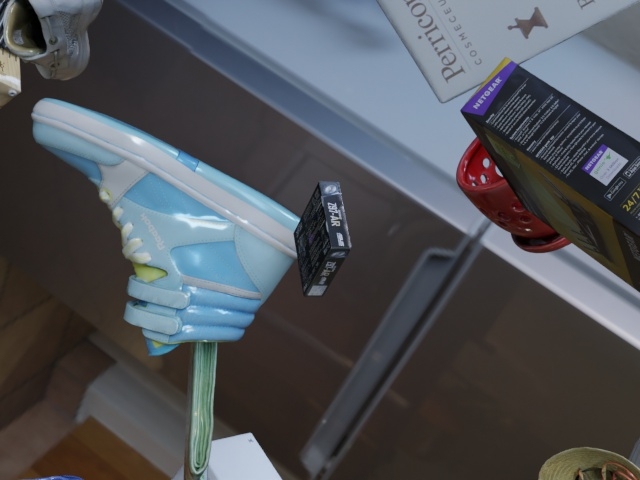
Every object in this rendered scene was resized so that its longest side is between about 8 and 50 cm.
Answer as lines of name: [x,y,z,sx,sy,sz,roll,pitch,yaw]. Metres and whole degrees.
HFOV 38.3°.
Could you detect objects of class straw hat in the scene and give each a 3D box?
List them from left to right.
straw hat: [0.333,0.284,1.077,0.061,0.144,0.144,-38,160,-48]

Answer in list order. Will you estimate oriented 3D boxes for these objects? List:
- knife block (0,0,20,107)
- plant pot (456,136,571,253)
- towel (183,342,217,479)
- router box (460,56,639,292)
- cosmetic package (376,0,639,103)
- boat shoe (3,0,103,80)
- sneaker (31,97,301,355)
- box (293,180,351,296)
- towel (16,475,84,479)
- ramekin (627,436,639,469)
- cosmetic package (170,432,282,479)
knife block: [-0.613,-0.336,1.634,0.275,0.242,0.088,-31,146,26]
plant pot: [0.332,-0.089,1.406,0.191,0.174,0.191,-37,-156,19]
towel: [-0.152,0.199,1.185,0.325,0.038,0.248,113,-21,-66]
router box: [0.309,-0.051,1.041,0.081,0.243,0.309,-49,148,2]
cosmetic package: [0.251,-0.453,1.197,0.393,0.329,0.327,-27,-155,23]
boat shoe: [-0.332,-0.255,1.090,0.096,0.098,0.277,-31,179,-23]
sneaker: [-0.188,0.000,0.964,0.208,0.319,0.127,-61,-174,2]
box: [0.000,0.000,0.784,0.083,0.018,0.067,118,-32,-53]
towel: [-0.362,0.366,1.000,0.040,0.243,0.336,-107,-162,-45]
ramekin: [0.496,0.343,1.132,0.277,0.277,0.135,65,47,-77]
cosmetic package: [-0.160,0.491,1.567,0.138,0.224,0.225,2,132,-51]
